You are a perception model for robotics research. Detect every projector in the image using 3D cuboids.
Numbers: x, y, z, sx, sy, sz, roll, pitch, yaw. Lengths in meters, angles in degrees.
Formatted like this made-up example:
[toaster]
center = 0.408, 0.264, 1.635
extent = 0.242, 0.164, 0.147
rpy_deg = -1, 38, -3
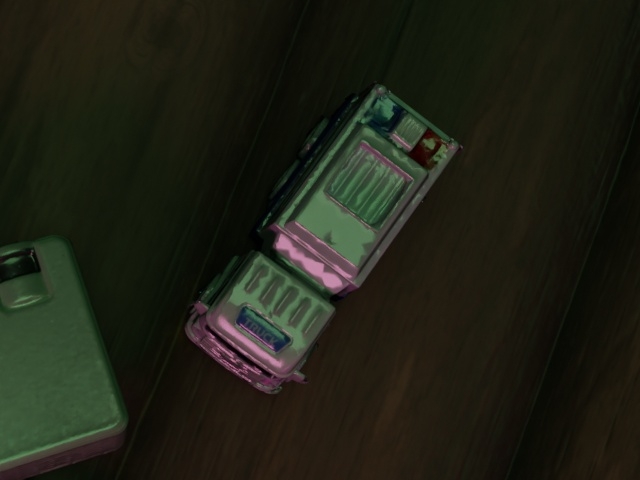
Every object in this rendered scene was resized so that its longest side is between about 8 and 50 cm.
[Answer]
[projector]
center = -0.311, 0.120, 1.707
extent = 0.256, 0.099, 0.192
rpy_deg = -17, 76, -12

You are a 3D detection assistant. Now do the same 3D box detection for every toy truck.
[toy truck]
center = 0.000, 0.000, 1.767
extent = 0.124, 0.155, 0.268
rpy_deg = 36, 78, -5

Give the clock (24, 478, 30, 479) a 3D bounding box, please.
[clock]
center = -0.255, 0.372, 1.725
extent = 0.279, 0.049, 0.273
rpy_deg = 35, 78, -5
